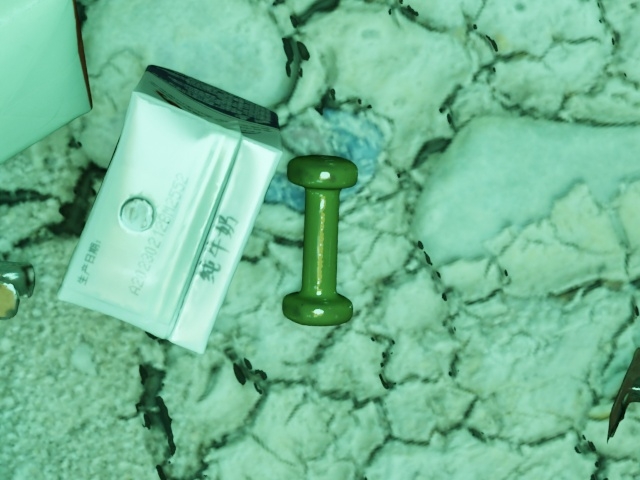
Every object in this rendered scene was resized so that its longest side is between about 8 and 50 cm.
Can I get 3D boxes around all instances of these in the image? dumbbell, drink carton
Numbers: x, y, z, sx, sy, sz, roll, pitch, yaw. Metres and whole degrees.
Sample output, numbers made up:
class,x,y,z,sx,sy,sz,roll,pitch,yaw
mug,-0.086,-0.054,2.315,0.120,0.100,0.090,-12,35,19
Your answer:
class,x,y,z,sx,sy,sz,roll,pitch,yaw
dumbbell,0.000,0.000,1.166,0.046,0.052,0.118,-2,101,-25
drink carton,-0.093,-0.028,1.070,0.102,0.222,0.134,23,98,-6

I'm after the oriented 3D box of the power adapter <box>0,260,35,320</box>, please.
class,x,y,z,sx,sy,sz,roll,pitch,yaw
power adapter,-0.295,0.029,1.120,0.205,0.130,0.125,3,99,-4

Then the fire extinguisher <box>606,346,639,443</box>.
class,x,y,z,sx,sy,sz,roll,pitch,yaw
fire extinguisher,0.309,0.076,1.164,0.252,0.106,0.075,-14,120,0

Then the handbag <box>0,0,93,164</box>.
class,x,y,z,sx,sy,sz,roll,pitch,yaw
handbag,-0.287,-0.172,1.052,0.171,0.151,0.298,-34,66,-18
